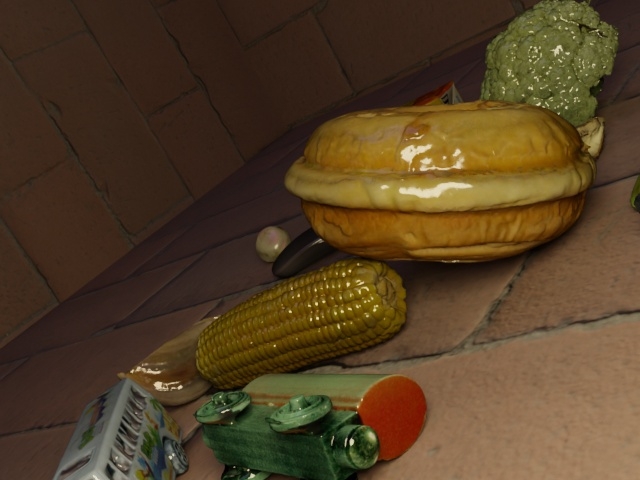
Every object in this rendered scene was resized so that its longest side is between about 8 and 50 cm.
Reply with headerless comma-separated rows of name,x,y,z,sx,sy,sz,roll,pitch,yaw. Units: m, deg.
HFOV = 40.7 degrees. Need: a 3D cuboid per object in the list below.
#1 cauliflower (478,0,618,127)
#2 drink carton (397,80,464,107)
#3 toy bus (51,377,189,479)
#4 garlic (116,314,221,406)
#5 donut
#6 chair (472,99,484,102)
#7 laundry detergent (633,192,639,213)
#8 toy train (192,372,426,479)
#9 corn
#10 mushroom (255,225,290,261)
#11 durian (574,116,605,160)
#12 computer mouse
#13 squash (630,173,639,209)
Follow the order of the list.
cauliflower,0.440,-0.308,1.624,0.250,0.272,0.275,-1,7,-42
drink carton,0.195,-0.272,2.208,0.351,0.111,0.154,-23,14,32
toy bus,-0.241,0.283,1.043,0.109,0.136,0.329,-32,12,0
garlic,-0.210,0.198,1.355,0.196,0.101,0.087,-32,-2,-26
donut,0.164,-0.091,1.197,0.449,0.198,0.449,-1,11,0
chair,0.224,-0.157,1.641,0.326,0.159,0.170,-27,14,31
laundry detergent,0.488,-0.108,0.994,0.280,0.105,0.215,-32,16,-16
toy train,-0.015,0.200,0.955,0.177,0.116,0.285,-25,7,-36
corn,-0.039,0.122,1.226,0.344,0.131,0.131,-24,15,29
mushroom,-0.103,0.009,1.903,0.084,0.067,0.083,-18,53,26
durian,0.425,-0.158,1.403,0.130,0.066,0.052,-28,10,-34
computer mouse,-0.001,-0.001,1.739,0.232,0.057,0.120,-30,14,4
squash,0.425,-0.064,1.136,0.027,0.027,0.083,-19,18,39
